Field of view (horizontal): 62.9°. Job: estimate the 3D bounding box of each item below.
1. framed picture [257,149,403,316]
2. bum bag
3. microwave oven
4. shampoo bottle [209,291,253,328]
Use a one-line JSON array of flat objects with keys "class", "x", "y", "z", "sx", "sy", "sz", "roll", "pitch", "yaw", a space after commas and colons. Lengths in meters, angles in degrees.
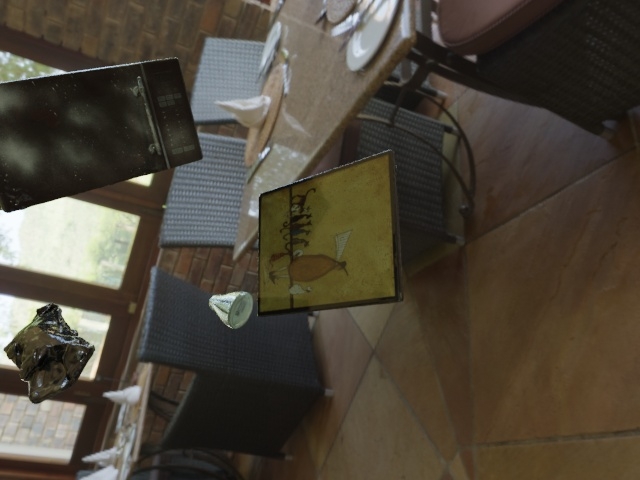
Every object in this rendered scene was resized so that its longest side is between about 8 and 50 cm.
[{"class": "framed picture", "x": 0.000, "y": 0.000, "z": 0.948, "sx": 0.338, "sy": 0.014, "sz": 0.256, "roll": -12, "pitch": 73, "yaw": 41}, {"class": "bum bag", "x": -0.419, "y": 0.167, "z": 0.803, "sx": 0.248, "sy": 0.069, "sz": 0.102, "roll": 16, "pitch": 68, "yaw": 51}, {"class": "microwave oven", "x": -0.553, "y": -0.249, "z": 1.187, "sx": 0.374, "sy": 0.431, "sz": 0.237, "roll": 13, "pitch": 119, "yaw": 50}, {"class": "shampoo bottle", "x": -0.180, "y": 0.129, "z": 1.015, "sx": 0.190, "sy": 0.041, "sz": 0.069, "roll": -6, "pitch": 63, "yaw": 65}]
